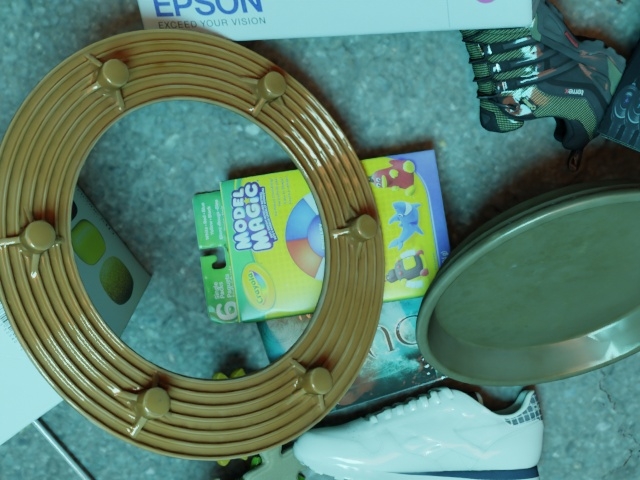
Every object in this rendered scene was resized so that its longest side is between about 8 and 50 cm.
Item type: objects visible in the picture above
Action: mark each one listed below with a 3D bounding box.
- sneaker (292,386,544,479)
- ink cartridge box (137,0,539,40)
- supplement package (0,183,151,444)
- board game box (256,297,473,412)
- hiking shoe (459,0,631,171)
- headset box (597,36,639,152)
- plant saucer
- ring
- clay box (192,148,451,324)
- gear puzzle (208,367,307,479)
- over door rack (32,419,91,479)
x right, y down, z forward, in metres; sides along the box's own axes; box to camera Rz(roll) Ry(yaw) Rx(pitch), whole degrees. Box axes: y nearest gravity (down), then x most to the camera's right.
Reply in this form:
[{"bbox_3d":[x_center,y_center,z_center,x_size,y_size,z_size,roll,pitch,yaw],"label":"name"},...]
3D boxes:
[{"bbox_3d":[0.091,0.182,0.971,0.235,0.090,0.095,2,91,-6],"label":"sneaker"},{"bbox_3d":[-0.010,-0.312,0.763,0.324,0.071,0.330,0,124,17],"label":"ink cartridge box"},{"bbox_3d":[-0.244,0.048,0.840,0.133,0.244,0.139,-35,102,7],"label":"supplement package"},{"bbox_3d":[0.041,0.087,0.969,0.186,0.026,0.126,-17,102,2],"label":"board game box"},{"bbox_3d":[0.160,-0.152,0.887,0.226,0.086,0.114,32,97,-9],"label":"hiking shoe"},{"bbox_3d":[0.399,-0.147,0.843,0.246,0.131,0.283,18,102,-22],"label":"headset box"},{"bbox_3d":[0.212,0.038,0.881,0.277,0.041,0.278,-9,144,-7],"label":"plant saucer"},{"bbox_3d":[-0.080,-0.006,0.783,0.336,0.032,0.337,10,72,-32],"label":"ring"},{"bbox_3d":[0.000,0.000,0.919,0.221,0.053,0.128,-9,86,0],"label":"clay box"},{"bbox_3d":[-0.074,0.282,0.959,0.044,0.175,0.339,3,107,42],"label":"gear puzzle"},{"bbox_3d":[-0.277,0.216,0.880,0.324,0.239,0.108,41,97,-9],"label":"over door rack"}]
